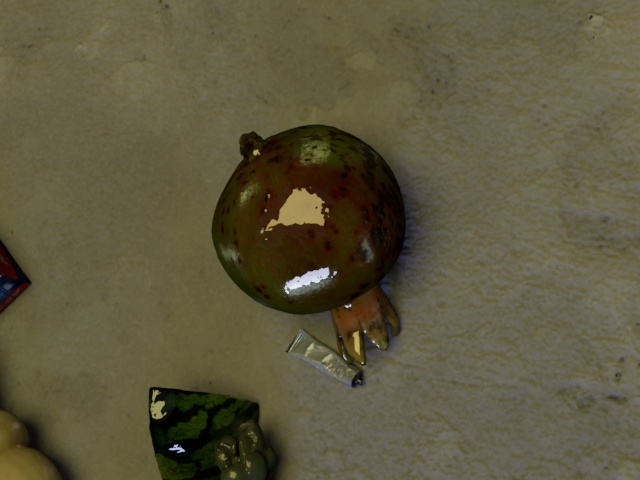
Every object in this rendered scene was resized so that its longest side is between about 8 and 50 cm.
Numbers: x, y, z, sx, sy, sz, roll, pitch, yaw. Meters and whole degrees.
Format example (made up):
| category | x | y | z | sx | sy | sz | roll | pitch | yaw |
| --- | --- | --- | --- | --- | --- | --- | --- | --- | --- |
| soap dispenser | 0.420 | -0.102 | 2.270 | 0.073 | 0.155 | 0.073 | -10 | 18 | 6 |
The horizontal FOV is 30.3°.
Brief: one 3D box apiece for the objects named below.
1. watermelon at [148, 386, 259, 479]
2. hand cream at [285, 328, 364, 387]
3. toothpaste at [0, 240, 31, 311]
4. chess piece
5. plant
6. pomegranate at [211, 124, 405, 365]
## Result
| category | x | y | z | sx | sy | sz | roll | pitch | yaw |
| --- | --- | --- | --- | --- | --- | --- | --- | --- | --- |
| watermelon | -0.143 | 0.205 | 1.250 | 0.094 | 0.125 | 0.135 | 43 | 116 | 51 |
| hand cream | 0.007 | 0.127 | 1.235 | 0.093 | 0.019 | 0.030 | 31 | 92 | 29 |
| toothpaste | -0.468 | -0.043 | 1.414 | 0.076 | 0.066 | 0.320 | -43 | 69 | 7 |
| chess piece | -0.390 | 0.223 | 1.303 | 0.143 | 0.143 | 0.261 | -46 | 75 | 6 |
| plant | -0.068 | 0.270 | 1.198 | 0.085 | 0.087 | 0.174 | -11 | 83 | -21 |
| pomegranate | -0.010 | 0.009 | 1.176 | 0.198 | 0.198 | 0.246 | 2 | 98 | 20 |
